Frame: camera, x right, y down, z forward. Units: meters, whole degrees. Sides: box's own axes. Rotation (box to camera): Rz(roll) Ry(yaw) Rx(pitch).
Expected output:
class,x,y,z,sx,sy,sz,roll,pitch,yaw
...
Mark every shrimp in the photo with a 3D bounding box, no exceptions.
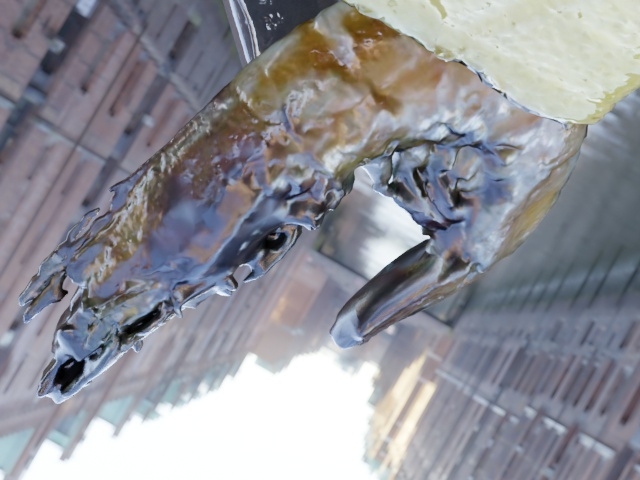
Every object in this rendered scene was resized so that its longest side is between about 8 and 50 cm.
class,x,y,z,sx,sy,sz,roll,pitch,yaw
shrimp,0.000,0.000,0.703,0.233,0.365,0.071,36,-160,-38

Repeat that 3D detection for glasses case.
class,x,y,z,sx,sy,sz,roll,pitch,yaw
glasses case,-0.034,-0.183,0.753,0.042,0.072,0.190,-177,69,-71

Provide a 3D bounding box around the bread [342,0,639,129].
class,x,y,z,sx,sy,sz,roll,pitch,yaw
bread,0.113,-0.179,0.449,0.163,0.168,0.264,29,160,-7
